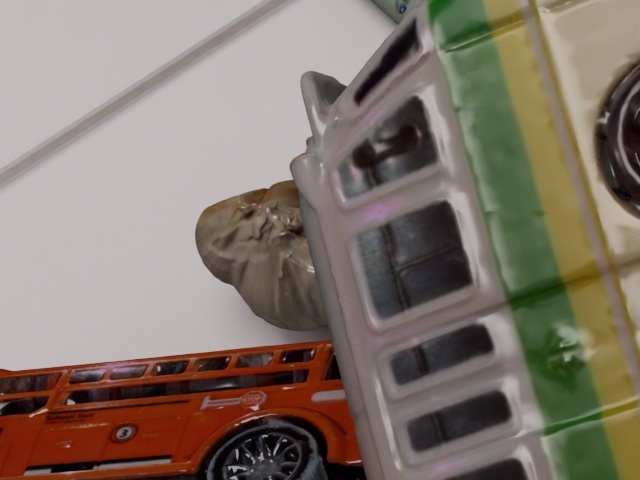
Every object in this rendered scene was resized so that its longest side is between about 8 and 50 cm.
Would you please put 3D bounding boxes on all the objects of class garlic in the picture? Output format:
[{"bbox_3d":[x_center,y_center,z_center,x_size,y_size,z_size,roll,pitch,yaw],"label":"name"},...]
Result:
[{"bbox_3d":[-0.001,0.004,0.857,0.113,0.074,0.094,-2,16,15],"label":"garlic"}]

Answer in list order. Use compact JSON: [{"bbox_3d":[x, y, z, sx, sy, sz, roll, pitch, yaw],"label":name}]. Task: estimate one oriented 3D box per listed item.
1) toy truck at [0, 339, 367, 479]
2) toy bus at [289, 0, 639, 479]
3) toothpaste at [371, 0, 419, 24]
[{"bbox_3d":[-0.081,0.110,0.781,0.252,0.107,0.114,-6,37,17],"label":"toy truck"},{"bbox_3d":[0.099,0.046,0.663,0.179,0.143,0.305,-19,75,19],"label":"toy bus"},{"bbox_3d":[0.026,-0.150,1.003,0.048,0.029,0.197,-34,44,-6],"label":"toothpaste"}]
